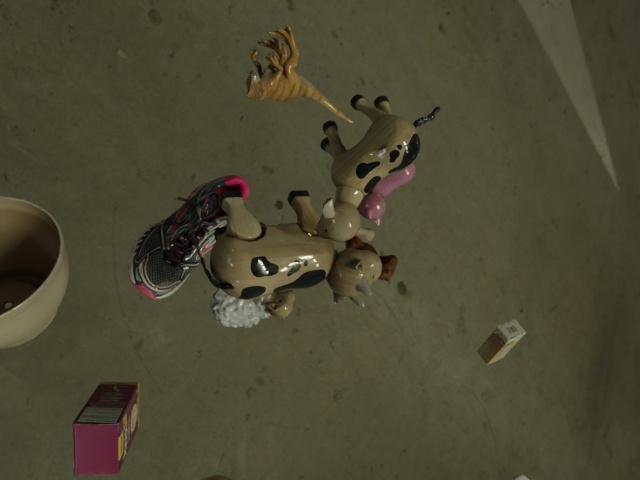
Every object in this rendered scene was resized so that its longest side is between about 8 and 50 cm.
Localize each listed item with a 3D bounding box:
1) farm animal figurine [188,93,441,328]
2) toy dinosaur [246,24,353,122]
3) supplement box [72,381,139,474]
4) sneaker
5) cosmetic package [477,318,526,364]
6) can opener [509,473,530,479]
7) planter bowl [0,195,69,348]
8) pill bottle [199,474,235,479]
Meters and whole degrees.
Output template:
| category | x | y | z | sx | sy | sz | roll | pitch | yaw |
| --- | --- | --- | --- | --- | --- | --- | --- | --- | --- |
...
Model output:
| category | x | y | z | sx | sy | sz | roll | pitch | yaw |
| --- | --- | --- | --- | --- | --- | --- | --- | --- | --- |
| farm animal figurine | 0.000 | 0.000 | 0.629 | 0.326 | 0.172 | 0.330 | -16 | 142 | -12 |
| toy dinosaur | -0.041 | -0.207 | 0.617 | 0.211 | 0.064 | 0.112 | -18 | 101 | -55 |
| supplement box | -0.214 | 0.186 | 0.480 | 0.043 | 0.083 | 0.055 | 4 | 101 | -8 |
| sneaker | -0.250 | -0.022 | 0.910 | 0.121 | 0.112 | 0.299 | 44 | 56 | -23 |
| cosmetic package | 0.421 | 0.238 | 1.111 | 0.060 | 0.115 | 0.041 | -15 | 53 | -24 |
| can opener | 0.317 | 0.388 | 0.556 | 0.280 | 0.093 | 0.074 | 36 | 50 | 9 |
| planter bowl | -0.344 | 0.048 | 0.503 | 0.162 | 0.109 | 0.162 | 4 | 52 | -5 |
| pill bottle | -0.132 | 0.517 | 0.804 | 0.152 | 0.272 | 0.152 | 3 | 85 | -39 |
